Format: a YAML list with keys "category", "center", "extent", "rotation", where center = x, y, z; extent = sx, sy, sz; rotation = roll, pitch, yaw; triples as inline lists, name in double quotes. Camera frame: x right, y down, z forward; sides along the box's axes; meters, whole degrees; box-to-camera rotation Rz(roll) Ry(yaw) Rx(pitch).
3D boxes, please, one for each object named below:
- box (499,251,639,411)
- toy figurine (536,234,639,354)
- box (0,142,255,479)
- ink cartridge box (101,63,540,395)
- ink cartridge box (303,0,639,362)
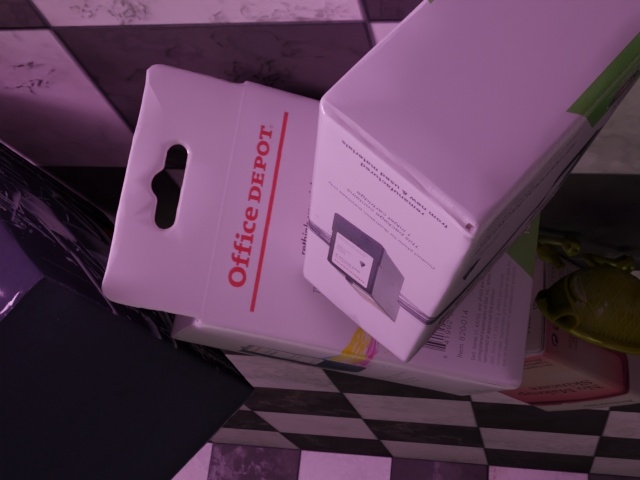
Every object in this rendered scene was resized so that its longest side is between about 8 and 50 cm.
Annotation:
- category: "box"
  center: [0.269, 0.115, 1.162]
  extent: [0.148, 0.127, 0.232]
  rotation: [-16, 149, 43]
- category: "toy figurine"
  center: [0.409, 0.020, 0.935]
  extent: [0.362, 0.191, 0.217]
  rotation: [19, 127, -12]
- category: "box"
  center: [-0.277, 0.059, 0.902]
  extent: [0.312, 0.179, 0.343]
  rotation: [45, -179, 32]
- category: "ink cartridge box"
  center: [0.000, 0.000, 0.829]
  extent: [0.353, 0.207, 0.119]
  rotation: [14, 165, -16]
- category: "ink cartridge box"
  center: [0.094, -0.054, 0.645]
  extent: [0.115, 0.198, 0.273]
  rotation: [41, 163, 12]
